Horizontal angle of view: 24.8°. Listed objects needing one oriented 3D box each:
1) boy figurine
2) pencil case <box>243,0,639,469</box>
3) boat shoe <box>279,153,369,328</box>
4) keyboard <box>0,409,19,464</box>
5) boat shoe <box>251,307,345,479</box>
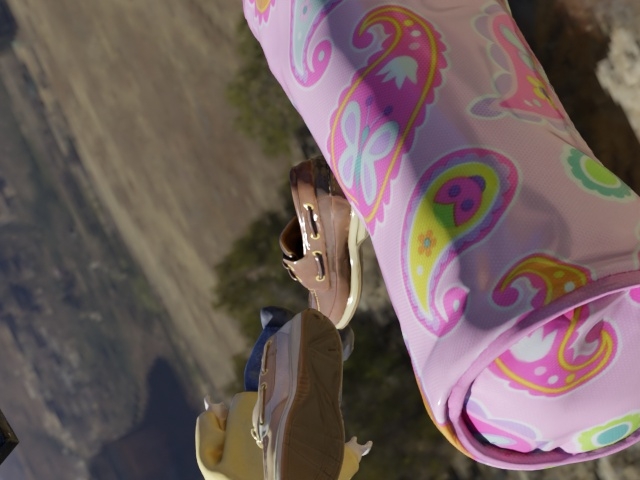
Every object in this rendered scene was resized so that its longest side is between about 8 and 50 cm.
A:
[{"bbox_3d":[-0.040,0.206,1.430,0.092,0.177,0.285,77,-156,-58],"label":"boy figurine"},{"bbox_3d":[0.056,-0.044,0.611,0.124,0.124,0.284,78,172,-49],"label":"pencil case"},{"bbox_3d":[0.000,0.000,1.033,0.178,0.060,0.064,96,169,-52],"label":"boat shoe"},{"bbox_3d":[-0.279,0.206,1.051,0.038,0.192,0.100,33,-169,-42],"label":"keyboard"},{"bbox_3d":[-0.016,0.105,0.861,0.050,0.045,0.135,38,-138,-30],"label":"boat shoe"}]
